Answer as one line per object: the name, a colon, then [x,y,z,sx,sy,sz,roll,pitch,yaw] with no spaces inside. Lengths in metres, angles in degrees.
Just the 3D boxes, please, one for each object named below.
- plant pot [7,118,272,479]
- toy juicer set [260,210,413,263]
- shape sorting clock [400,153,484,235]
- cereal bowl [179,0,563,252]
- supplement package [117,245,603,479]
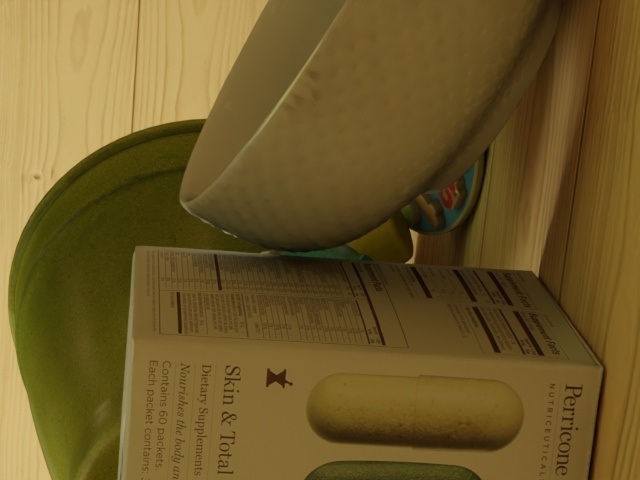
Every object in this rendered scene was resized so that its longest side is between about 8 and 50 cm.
plant pot: [-0.089,0.136,1.581,0.353,0.366,0.366,-99,14,-63]
toy juicer set: [0.018,0.089,1.382,0.209,0.089,0.329,68,-163,-2]
shape sorting clock: [0.064,-0.102,1.490,0.206,0.040,0.206,39,140,42]
cereal bowl: [0.053,-0.131,1.209,0.339,0.141,0.339,-56,11,17]
supplement package: [0.011,0.129,1.145,0.198,0.262,0.199,-110,24,-74]
